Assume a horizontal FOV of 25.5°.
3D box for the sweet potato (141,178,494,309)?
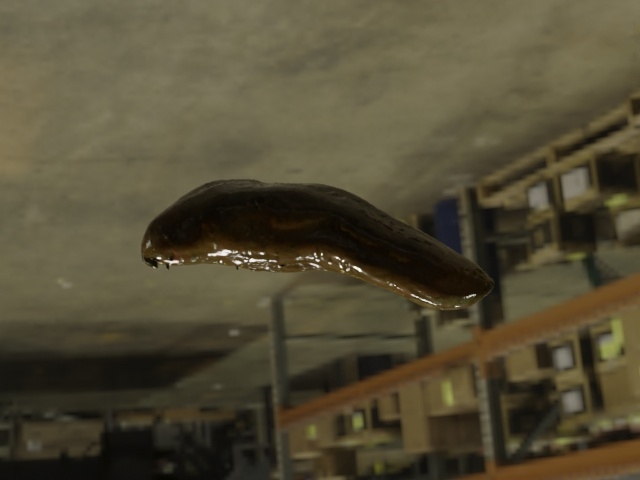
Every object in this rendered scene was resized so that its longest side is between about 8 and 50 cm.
[{"bbox_3d":[0.001,-0.002,0.732,0.182,0.053,0.054,10,-169,4],"label":"sweet potato"}]
